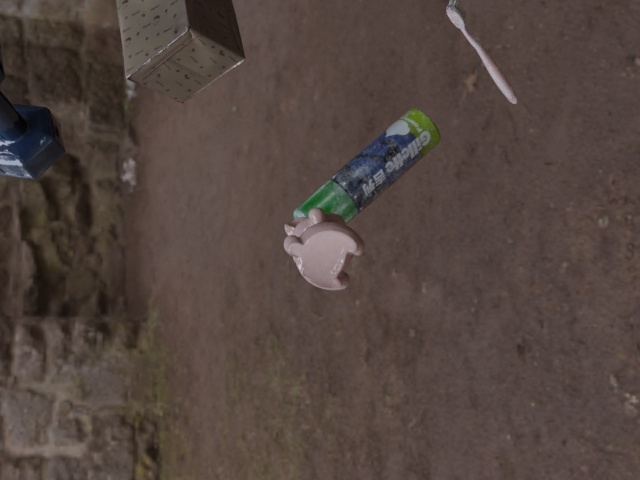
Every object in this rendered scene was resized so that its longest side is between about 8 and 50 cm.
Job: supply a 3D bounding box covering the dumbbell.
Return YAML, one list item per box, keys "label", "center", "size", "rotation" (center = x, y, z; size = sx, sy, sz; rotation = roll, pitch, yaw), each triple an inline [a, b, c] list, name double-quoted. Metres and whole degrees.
- label: "dumbbell"
  center: [-0.593, -0.243, 1.491]
  size: [0.316, 0.144, 0.156]
  rotation: [70, -179, -62]

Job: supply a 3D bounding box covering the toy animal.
- label: "toy animal"
  center: [0.002, 0.000, 1.321]
  size: [0.212, 0.124, 0.124]
  rotation: [-116, 33, -74]

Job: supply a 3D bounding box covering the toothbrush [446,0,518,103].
- label: "toothbrush"
  center: [0.323, -0.364, 1.609]
  size: [0.025, 0.307, 0.029]
  rotation: [-1, 61, 39]

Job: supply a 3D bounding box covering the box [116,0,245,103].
- label: "box"
  center: [-0.334, -0.514, 1.913]
  size: [0.225, 0.190, 0.297]
  rotation: [-28, 61, 30]

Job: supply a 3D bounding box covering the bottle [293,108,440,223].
- label: "bottle"
  center: [0.094, -0.128, 1.635]
  size: [0.093, 0.330, 0.093]
  rotation: [45, 167, 14]
